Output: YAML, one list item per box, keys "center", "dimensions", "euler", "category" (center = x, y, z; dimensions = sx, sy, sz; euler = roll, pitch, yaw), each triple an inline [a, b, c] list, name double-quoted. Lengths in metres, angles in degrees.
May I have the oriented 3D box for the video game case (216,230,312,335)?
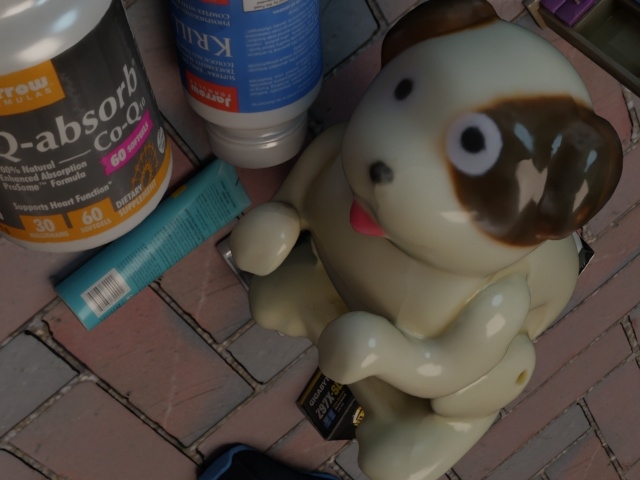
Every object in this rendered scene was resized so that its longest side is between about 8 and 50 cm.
- center: [0.000, 0.000, 1.372]
  dimensions: [0.190, 0.022, 0.173]
  euler: [-37, 141, -5]
  category: "video game case"

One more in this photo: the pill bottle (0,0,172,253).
- center: [-0.216, -0.133, 0.952]
  dimensions: [0.162, 0.162, 0.278]
  euler: [-30, 141, -14]
  category: "pill bottle"

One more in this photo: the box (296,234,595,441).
- center: [0.154, 0.104, 1.559]
  dimensions: [0.257, 0.079, 0.322]
  euler: [10, 120, -43]
  category: "box"

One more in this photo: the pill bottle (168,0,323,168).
- center: [-0.060, -0.170, 1.076]
  dimensions: [0.124, 0.124, 0.221]
  euler: [-25, 138, -20]
  category: "pill bottle"

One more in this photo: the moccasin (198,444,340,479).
- center: [-0.032, 0.364, 1.617]
  dimensions: [0.138, 0.117, 0.342]
  euler: [-49, 141, 10]
  category: "moccasin"

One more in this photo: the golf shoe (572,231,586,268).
- center: [0.219, -0.040, 1.385]
  dimensions: [0.077, 0.198, 0.094]
  euler: [-23, 132, -4]
  category: "golf shoe"

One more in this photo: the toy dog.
- center: [0.124, -0.011, 1.121]
  dimensions: [0.395, 0.284, 0.408]
  euler: [-22, 153, -12]
  category: "toy dog"

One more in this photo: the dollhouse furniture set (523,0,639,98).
- center: [0.222, -0.242, 1.185]
  dimensions: [0.286, 0.198, 0.303]
  euler: [-45, 141, 4]
  category: "dollhouse furniture set"

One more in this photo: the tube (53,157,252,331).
- center: [-0.156, 0.002, 1.227]
  dimensions: [0.207, 0.052, 0.080]
  euler: [-39, 147, -12]
  category: "tube"
